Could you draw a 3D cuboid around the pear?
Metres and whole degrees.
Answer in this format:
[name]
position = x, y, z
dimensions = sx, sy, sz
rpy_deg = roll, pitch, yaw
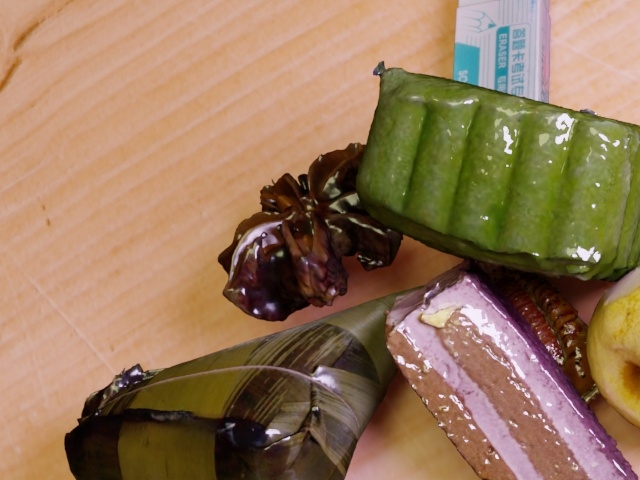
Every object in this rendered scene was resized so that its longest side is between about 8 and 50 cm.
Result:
[pear]
position = 0.319, 0.081, 1.198
dimensions = 0.178, 0.178, 0.178
rpy_deg = -11, 58, 19

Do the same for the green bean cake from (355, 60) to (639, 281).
[green bean cake]
position = 0.180, -0.055, 1.263
dimensions = 0.247, 0.250, 0.156
rpy_deg = 16, 100, 23

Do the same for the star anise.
[star anise]
position = 0.000, 0.000, 1.398
dimensions = 0.190, 0.126, 0.220
rpy_deg = -18, 26, 50

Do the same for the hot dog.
[hot dog]
position = 0.193, 0.087, 1.315
dimensions = 0.099, 0.053, 0.192
rpy_deg = -43, 53, 2

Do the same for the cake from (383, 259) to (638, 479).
[cake]
position = 0.161, 0.146, 1.234
dimensions = 0.116, 0.113, 0.295
rpy_deg = -40, 75, 14

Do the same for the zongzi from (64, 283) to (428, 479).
[zongzi]
position = -0.065, 0.141, 1.376
dimensions = 0.289, 0.154, 0.317
rpy_deg = 6, 41, 34

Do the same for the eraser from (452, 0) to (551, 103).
[eraser]
position = 0.188, -0.175, 1.471
dimensions = 0.096, 0.052, 0.225
rpy_deg = -7, 59, 23
